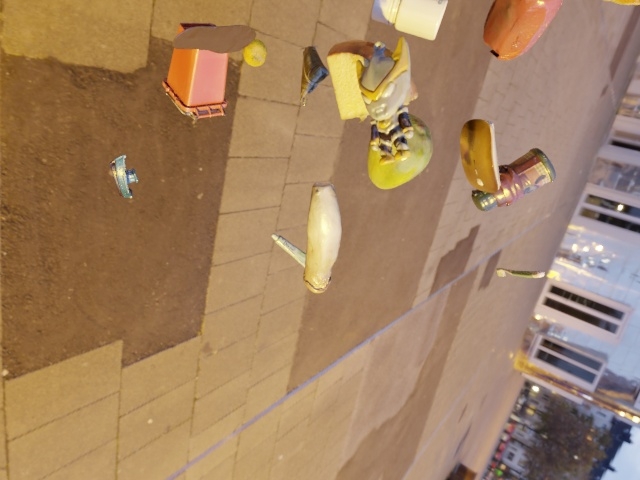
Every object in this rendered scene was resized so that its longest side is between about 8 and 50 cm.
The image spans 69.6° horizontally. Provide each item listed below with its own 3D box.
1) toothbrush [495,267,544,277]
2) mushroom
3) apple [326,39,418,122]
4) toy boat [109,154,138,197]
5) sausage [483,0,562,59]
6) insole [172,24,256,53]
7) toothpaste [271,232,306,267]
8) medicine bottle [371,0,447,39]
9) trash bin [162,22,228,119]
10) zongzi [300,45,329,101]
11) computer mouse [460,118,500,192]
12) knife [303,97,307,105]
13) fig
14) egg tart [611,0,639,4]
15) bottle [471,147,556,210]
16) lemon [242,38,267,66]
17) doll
[{"bbox_3d":[0.467,0.077,1.092,0.257,0.018,0.024,65,9,-86],"label":"toothbrush"},{"bbox_3d":[0.000,0.000,1.290,0.094,0.123,0.351,-8,130,-18],"label":"mushroom"},{"bbox_3d":[0.170,-0.527,1.541,0.309,0.314,0.252,-47,171,-51],"label":"apple"},{"bbox_3d":[-0.532,-0.175,1.257,0.060,0.060,0.137,-18,140,-21],"label":"toy boat"},{"bbox_3d":[0.495,-0.567,1.130,0.152,0.152,0.280,-58,172,-15],"label":"sausage"},{"bbox_3d":[-0.256,-0.510,1.165,0.111,0.007,0.328,-32,-175,31],"label":"insole"},{"bbox_3d":[-0.097,0.037,1.643,0.197,0.029,0.048,40,82,-22],"label":"toothpaste"},{"bbox_3d":[0.304,-0.791,1.587,0.139,0.236,0.139,19,90,-82],"label":"medicine bottle"},{"bbox_3d":[-0.352,-0.497,1.361,0.161,0.184,0.239,-21,153,-38],"label":"trash bin"},{"bbox_3d":[-0.060,-0.723,1.983,0.084,0.187,0.184,8,141,-40],"label":"zongzi"},{"bbox_3d":[0.505,-0.260,1.454,0.056,0.126,0.245,-29,119,-22],"label":"computer mouse"},{"bbox_3d":[-0.044,-0.725,2.105,0.045,0.021,0.222,-11,125,-48],"label":"knife"},{"bbox_3d":[0.307,-0.351,1.863,0.258,0.258,0.326,-37,163,-42],"label":"fig"},{"bbox_3d":[0.655,-0.576,0.945,0.241,0.241,0.106,11,104,-61],"label":"egg tart"},{"bbox_3d":[0.661,-0.197,1.605,0.271,0.143,0.156,-31,114,14],"label":"bottle"},{"bbox_3d":[-0.217,-0.623,1.530,0.082,0.111,0.082,-8,141,-6],"label":"lemon"},{"bbox_3d":[0.163,-0.351,1.167,0.103,0.145,0.317,-7,86,-23],"label":"doll"}]
